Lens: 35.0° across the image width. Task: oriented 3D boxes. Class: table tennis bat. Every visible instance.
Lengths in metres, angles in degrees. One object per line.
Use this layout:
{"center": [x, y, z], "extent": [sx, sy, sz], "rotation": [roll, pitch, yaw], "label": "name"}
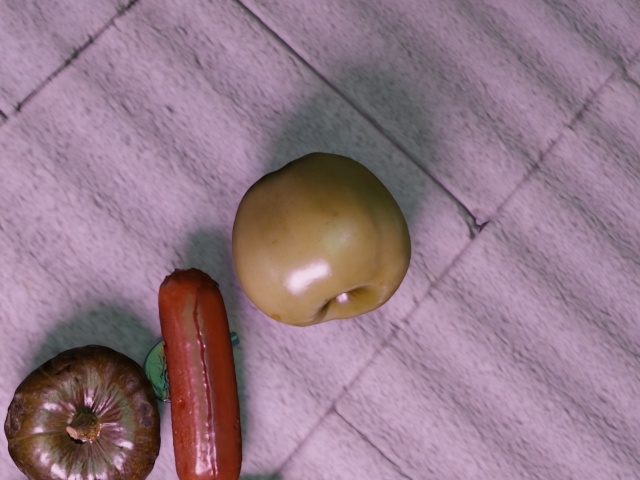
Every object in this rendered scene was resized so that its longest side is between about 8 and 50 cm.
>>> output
{"center": [-0.192, 0.182, 1.521], "extent": [0.155, 0.019, 0.100], "rotation": [-27, 87, -15], "label": "table tennis bat"}

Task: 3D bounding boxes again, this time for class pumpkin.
{"center": [-0.329, 0.251, 1.404], "extent": [0.219, 0.162, 0.219], "rotation": [1, 82, -11], "label": "pumpkin"}

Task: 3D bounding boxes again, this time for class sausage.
{"center": [-0.168, 0.201, 1.465], "extent": [0.102, 0.102, 0.330], "rotation": [-7, 88, -14], "label": "sausage"}

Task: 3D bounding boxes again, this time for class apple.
{"center": [0.000, 0.000, 1.485], "extent": [0.262, 0.262, 0.262], "rotation": [3, 78, -12], "label": "apple"}
